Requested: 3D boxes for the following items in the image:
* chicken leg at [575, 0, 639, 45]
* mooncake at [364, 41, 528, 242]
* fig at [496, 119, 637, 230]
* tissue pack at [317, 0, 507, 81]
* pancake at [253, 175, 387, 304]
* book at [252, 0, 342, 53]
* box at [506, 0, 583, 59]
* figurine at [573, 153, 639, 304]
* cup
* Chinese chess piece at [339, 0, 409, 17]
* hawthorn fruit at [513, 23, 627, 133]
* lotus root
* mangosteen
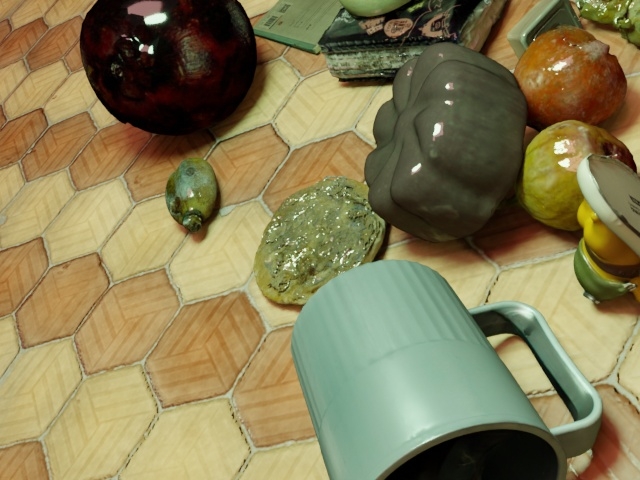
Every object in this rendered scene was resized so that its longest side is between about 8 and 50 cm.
[{"bbox_3d":[0.518,-0.379,1.464,0.228,0.088,0.103,16,77,40],"label":"chicken leg"},{"bbox_3d":[0.184,-0.152,1.366,0.306,0.154,0.306,-55,22,36],"label":"mooncake"},{"bbox_3d":[0.334,-0.083,1.304,0.257,0.159,0.159,-18,40,53],"label":"fig"},{"bbox_3d":[0.184,-0.428,1.730,0.332,0.123,0.245,6,51,35],"label":"tissue pack"},{"bbox_3d":[-0.001,-0.001,1.515,0.282,0.049,0.282,-20,42,20],"label":"pancake"},{"bbox_3d":[-0.023,-0.534,2.045,0.215,0.025,0.283,-47,41,-9],"label":"book"},{"bbox_3d":[0.391,-0.365,1.544,0.122,0.089,0.062,-46,31,-10],"label":"box"},{"bbox_3d":[0.364,-0.005,1.141,0.141,0.250,0.166,-36,40,32],"label":"figurine"},{"bbox_3d":[0.140,0.185,1.083,0.331,0.257,0.311,-34,39,7],"label":"cup"},{"bbox_3d":[0.116,-0.517,1.704,0.188,0.083,0.188,-15,44,15],"label":"Chinese chess piece"},{"bbox_3d":[0.384,-0.243,1.375,0.173,0.173,0.173,-20,44,20],"label":"hawthorn fruit"},{"bbox_3d":[-0.256,-0.087,1.751,0.113,0.088,0.192,-40,38,23],"label":"lotus root"},{"bbox_3d":[-0.330,-0.436,1.913,0.381,0.381,0.421,-21,44,19],"label":"mangosteen"}]
